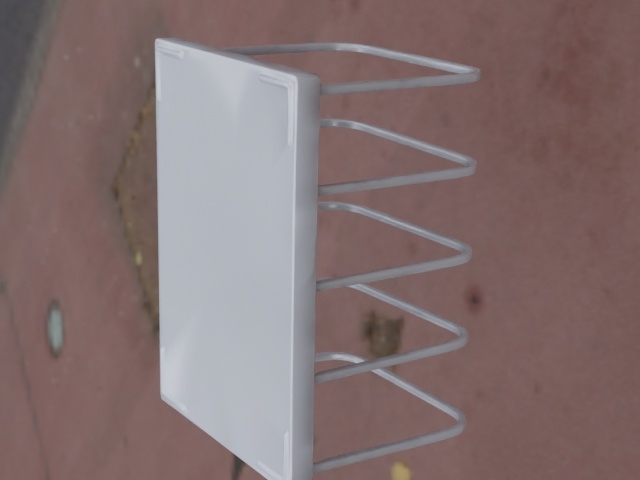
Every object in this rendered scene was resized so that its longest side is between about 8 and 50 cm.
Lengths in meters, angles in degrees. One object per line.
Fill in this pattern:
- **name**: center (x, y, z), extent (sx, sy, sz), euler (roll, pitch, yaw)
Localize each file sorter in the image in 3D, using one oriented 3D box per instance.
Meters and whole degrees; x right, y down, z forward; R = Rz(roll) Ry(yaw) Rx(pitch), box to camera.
- **file sorter**: center (0.000, 0.000, 0.942), extent (0.193, 0.173, 0.278), euler (24, 118, 53)
